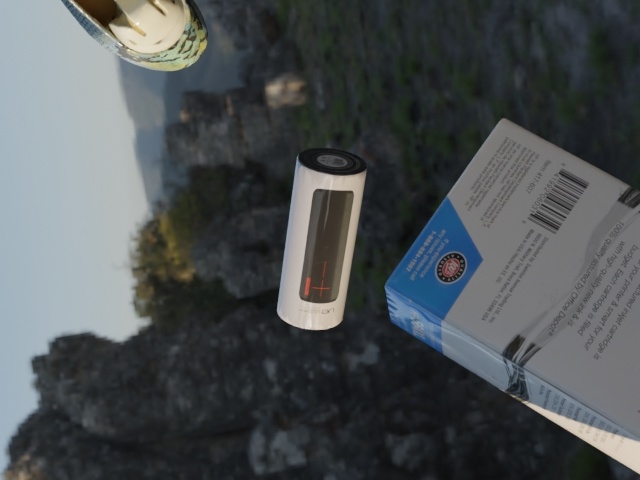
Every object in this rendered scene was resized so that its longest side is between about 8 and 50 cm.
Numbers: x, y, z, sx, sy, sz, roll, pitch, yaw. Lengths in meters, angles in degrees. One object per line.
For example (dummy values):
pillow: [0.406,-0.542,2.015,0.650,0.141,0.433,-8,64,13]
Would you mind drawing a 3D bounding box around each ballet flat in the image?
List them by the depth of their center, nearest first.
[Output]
ballet flat: [-0.134,-0.162,0.745,0.188,0.070,0.070,38,-156,-38]

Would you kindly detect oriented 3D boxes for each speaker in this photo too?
speaker: [0.000,0.000,0.924,0.055,0.055,0.136,-112,28,-61]

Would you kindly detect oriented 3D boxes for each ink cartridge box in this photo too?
ink cartridge box: [0.167,0.037,0.784,0.203,0.148,0.086,32,163,17]
